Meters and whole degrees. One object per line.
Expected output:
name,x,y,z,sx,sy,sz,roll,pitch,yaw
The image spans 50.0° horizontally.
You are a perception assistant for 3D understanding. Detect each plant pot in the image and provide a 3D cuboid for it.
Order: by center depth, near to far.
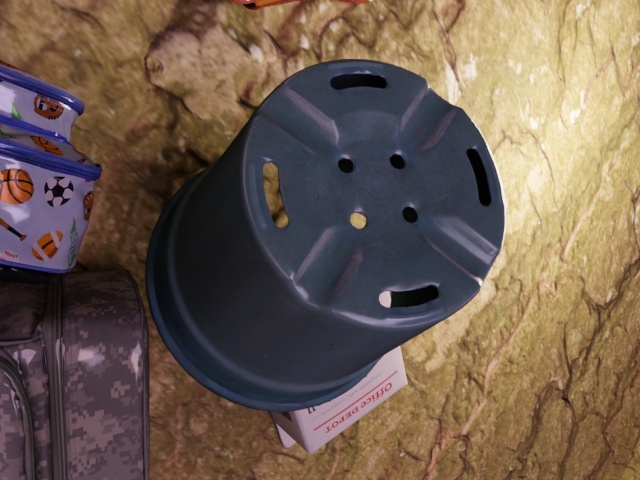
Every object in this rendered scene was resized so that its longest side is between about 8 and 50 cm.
plant pot,0.000,0.000,0.737,0.341,0.334,0.341,6,72,-18

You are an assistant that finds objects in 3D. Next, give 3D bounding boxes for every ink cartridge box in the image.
ink cartridge box,0.009,0.168,1.038,0.207,0.119,0.354,-30,123,-25

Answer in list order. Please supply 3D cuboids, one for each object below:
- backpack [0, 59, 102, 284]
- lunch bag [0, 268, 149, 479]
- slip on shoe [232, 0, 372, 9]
backpack,-0.320,-0.064,0.608,0.276,0.263,0.213,9,102,-38
lunch bag,-0.325,0.195,0.754,0.255,0.212,0.305,-1,108,-19
slip on shoe,-0.062,-0.328,0.813,0.331,0.123,0.101,-7,147,-41
